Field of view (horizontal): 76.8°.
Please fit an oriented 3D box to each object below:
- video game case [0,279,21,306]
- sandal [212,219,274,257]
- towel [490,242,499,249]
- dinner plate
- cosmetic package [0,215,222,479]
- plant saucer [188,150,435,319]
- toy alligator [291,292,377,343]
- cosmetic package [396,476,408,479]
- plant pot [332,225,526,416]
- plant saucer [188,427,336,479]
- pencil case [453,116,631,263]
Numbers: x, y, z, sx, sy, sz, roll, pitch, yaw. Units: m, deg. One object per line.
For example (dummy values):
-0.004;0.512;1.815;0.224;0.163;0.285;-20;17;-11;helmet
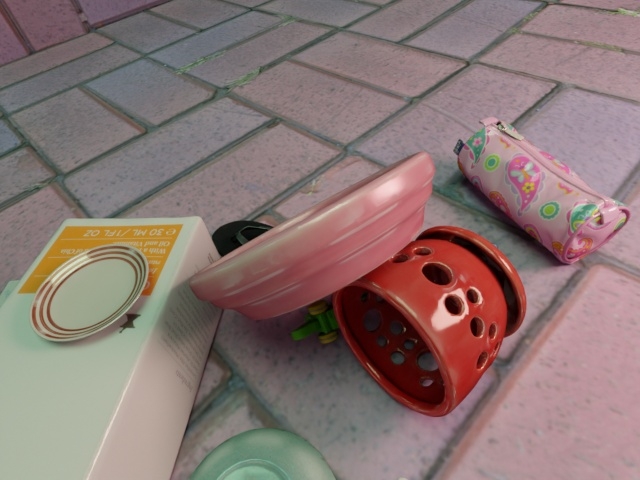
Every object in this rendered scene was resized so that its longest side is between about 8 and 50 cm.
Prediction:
-0.488;0.122;0.686;0.157;0.019;0.143;-6;47;5;video game case
-0.078;0.013;0.693;0.254;0.054;0.097;19;53;24;sandal
0.251;0.053;0.617;0.067;0.029;0.119;-4;47;7;towel
-0.274;0.061;0.486;0.141;0.017;0.141;-5;46;5;dinner plate
-0.293;0.181;0.502;0.230;0.162;0.453;-1;48;9;cosmetic package
0.000;0.000;0.518;0.332;0.084;0.332;-29;6;3;plant saucer
0.041;0.099;0.600;0.189;0.056;0.051;-23;6;-15;toy alligator
0.042;0.345;0.345;0.117;0.086;0.231;32;58;33;cosmetic package
0.136;0.083;0.501;0.174;0.191;0.191;-34;51;-25;plant pot
-0.074;0.300;0.439;0.194;0.037;0.195;-5;47;6;plant saucer
0.352;-0.094;0.676;0.124;0.124;0.284;-20;48;-9;pencil case
